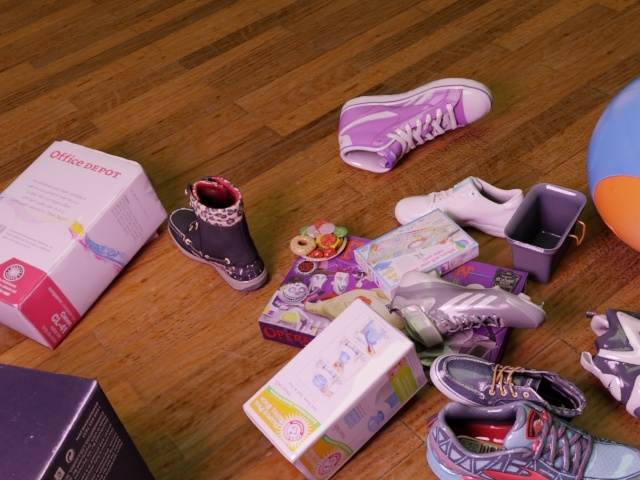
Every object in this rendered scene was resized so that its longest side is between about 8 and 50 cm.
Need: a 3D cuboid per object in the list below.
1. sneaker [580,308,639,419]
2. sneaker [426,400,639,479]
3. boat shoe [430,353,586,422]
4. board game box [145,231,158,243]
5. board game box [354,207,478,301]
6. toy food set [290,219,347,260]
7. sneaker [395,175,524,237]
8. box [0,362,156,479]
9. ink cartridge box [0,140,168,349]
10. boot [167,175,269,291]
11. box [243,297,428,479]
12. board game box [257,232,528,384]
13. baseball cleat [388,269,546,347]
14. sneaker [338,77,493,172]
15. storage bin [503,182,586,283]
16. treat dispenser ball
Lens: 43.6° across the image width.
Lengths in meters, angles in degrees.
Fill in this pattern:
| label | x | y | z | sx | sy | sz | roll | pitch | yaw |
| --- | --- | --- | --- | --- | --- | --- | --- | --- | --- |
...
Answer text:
| label | x | y | z | sx | sy | sz | roll | pitch | yaw |
| --- | --- | --- | --- | --- | --- | --- | --- | --- | --- |
| sneaker | 0.433 | 0.114 | 1.043 | 0.153 | 0.094 | 0.235 | 36 | 71 | 29 |
| sneaker | 0.248 | 0.247 | 0.923 | 0.262 | 0.125 | 0.104 | 4 | 46 | 16 |
| boat shoe | 0.231 | 0.176 | 0.988 | 0.183 | 0.083 | 0.065 | 21 | 61 | 2 |
| board game box | -0.345 | -0.012 | 1.407 | 0.090 | 0.020 | 0.090 | -34 | 48 | -20 |
| board game box | 0.142 | 0.018 | 1.196 | 0.154 | 0.026 | 0.103 | -26 | 44 | -14 |
| toy food set | 0.000 | 0.000 | 1.253 | 0.083 | 0.020 | 0.082 | 17 | 50 | 28 |
| sneaker | 0.222 | -0.064 | 1.279 | 0.212 | 0.094 | 0.080 | 3 | 47 | 17 |
| box | -0.378 | 0.288 | 0.888 | 0.343 | 0.312 | 0.179 | 6 | 46 | 18 |
| ink cartridge box | -0.438 | -0.003 | 1.320 | 0.226 | 0.131 | 0.306 | 19 | 56 | 30 |
| boot | -0.180 | -0.038 | 1.280 | 0.085 | 0.178 | 0.236 | -36 | 49 | -24 |
| box | 0.022 | 0.193 | 1.011 | 0.203 | 0.114 | 0.103 | -42 | 54 | -12 |
| board game box | 0.107 | 0.096 | 1.176 | 0.347 | 0.056 | 0.208 | 11 | 44 | 23 |
| baseball cleat | 0.192 | 0.105 | 1.076 | 0.206 | 0.072 | 0.109 | 13 | 62 | 31 |
| sneaker | 0.169 | -0.191 | 1.431 | 0.282 | 0.102 | 0.161 | -10 | 45 | 18 |
| storage bin | 0.340 | -0.004 | 1.192 | 0.098 | 0.091 | 0.135 | 19 | 52 | 29 |
| treat dispenser ball | 0.521 | -0.107 | 1.114 | 0.288 | 0.288 | 0.288 | -6 | 43 | 6 |
